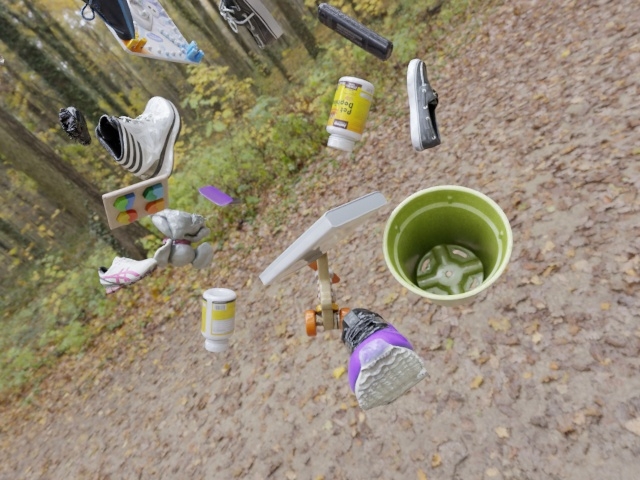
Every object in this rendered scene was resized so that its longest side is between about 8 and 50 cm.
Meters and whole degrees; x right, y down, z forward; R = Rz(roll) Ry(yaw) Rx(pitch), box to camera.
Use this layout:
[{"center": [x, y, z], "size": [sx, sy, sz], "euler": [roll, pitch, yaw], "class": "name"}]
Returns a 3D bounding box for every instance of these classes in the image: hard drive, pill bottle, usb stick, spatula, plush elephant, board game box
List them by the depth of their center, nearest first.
[{"center": [0.000, 0.000, 1.031], "size": [0.203, 0.040, 0.307], "euler": [-26, -11, -44], "class": "hard drive"}, {"center": [-0.280, -0.124, 1.261], "size": [0.030, 0.084, 0.296], "euler": [-58, -2, 2], "class": "spatula"}, {"center": [-0.322, 0.251, 1.350], "size": [0.103, 0.103, 0.184], "euler": [-149, 63, -65], "class": "pill bottle"}, {"center": [0.090, -0.397, 1.359], "size": [0.117, 0.117, 0.215], "euler": [-144, 67, -66], "class": "pill bottle"}, {"center": [0.110, -0.664, 1.361], "size": [0.045, 0.278, 0.077], "euler": [-52, -10, -14], "class": "usb stick"}, {"center": [-0.623, -0.795, 1.466], "size": [0.050, 0.390, 0.390], "euler": [-34, 3, 26], "class": "board game box"}, {"center": [-0.620, 0.005, 1.893], "size": [0.330, 0.272, 0.255], "euler": [7, 82, 53], "class": "plush elephant"}]

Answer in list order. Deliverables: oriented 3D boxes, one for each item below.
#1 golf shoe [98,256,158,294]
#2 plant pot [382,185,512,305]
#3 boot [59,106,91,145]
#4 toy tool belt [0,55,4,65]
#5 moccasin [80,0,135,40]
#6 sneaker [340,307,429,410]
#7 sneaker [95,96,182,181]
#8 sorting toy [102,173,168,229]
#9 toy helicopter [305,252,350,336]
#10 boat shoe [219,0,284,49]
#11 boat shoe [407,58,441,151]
[{"center": [-0.524, 0.080, 1.150], "size": [0.186, 0.086, 0.067], "euler": [-22, 11, 18], "class": "golf shoe"}, {"center": [0.312, 0.045, 1.051], "size": [0.276, 0.254, 0.276], "euler": [-7, 66, 17], "class": "plant pot"}, {"center": [-0.632, -0.304, 1.087], "size": [0.045, 0.121, 0.099], "euler": [-25, -5, -9], "class": "boot"}, {"center": [-0.531, -0.258, 0.664], "size": [0.051, 0.052, 0.083], "euler": [-26, 61, 27], "class": "toy tool belt"}, {"center": [-0.586, -0.666, 1.094], "size": [0.117, 0.342, 0.137], "euler": [-17, 65, -6], "class": "moccasin"}, {"center": [0.075, 0.163, 0.646], "size": [0.102, 0.293, 0.146], "euler": [-36, 63, 0], "class": "sneaker"}, {"center": [-0.671, -0.433, 1.590], "size": [0.169, 0.257, 0.447], "euler": [-24, 55, 20], "class": "sneaker"}, {"center": [-0.556, -0.112, 1.312], "size": [0.193, 0.038, 0.208], "euler": [-27, -13, -30], "class": "sorting toy"}, {"center": [0.015, 0.114, 1.332], "size": [0.140, 0.355, 0.235], "euler": [-4, 31, 3], "class": "toy helicopter"}, {"center": [-0.214, -0.626, 1.152], "size": [0.105, 0.113, 0.306], "euler": [-39, -15, 13], "class": "boat shoe"}, {"center": [0.160, -0.206, 0.648], "size": [0.040, 0.142, 0.049], "euler": [-4, -3, 31], "class": "boat shoe"}]
